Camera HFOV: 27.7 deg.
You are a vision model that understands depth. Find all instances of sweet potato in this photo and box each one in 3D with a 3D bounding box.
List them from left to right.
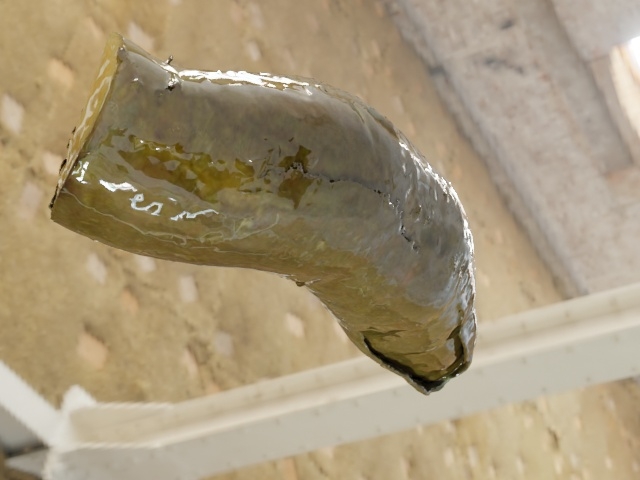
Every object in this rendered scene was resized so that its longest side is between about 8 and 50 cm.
[{"bbox_3d":[-0.002,-0.006,0.552,0.286,0.112,0.085,35,-150,-55],"label":"sweet potato"}]
